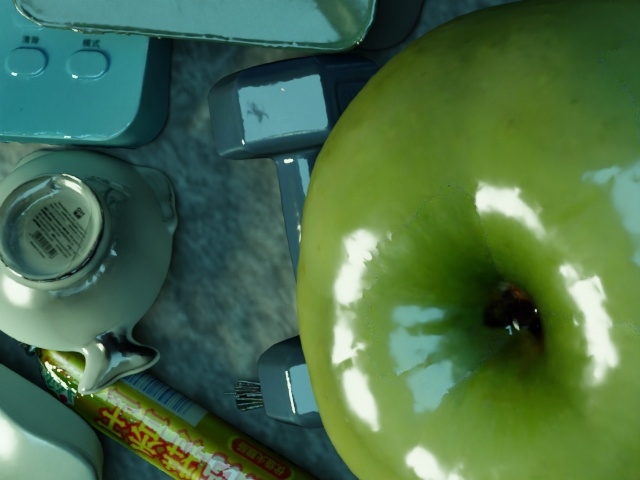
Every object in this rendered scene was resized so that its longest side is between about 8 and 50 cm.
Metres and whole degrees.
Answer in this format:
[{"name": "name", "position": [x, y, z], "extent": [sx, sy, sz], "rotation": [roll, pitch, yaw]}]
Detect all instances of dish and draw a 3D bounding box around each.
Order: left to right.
[{"name": "dish", "position": [-0.233, 0.011, 1.333], "extent": [0.224, 0.078, 0.246], "rotation": [-26, 72, -1]}]

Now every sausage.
[{"name": "sausage", "position": [-0.126, 0.183, 1.358], "extent": [0.371, 0.082, 0.082], "rotation": [30, 98, 8]}]

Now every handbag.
[{"name": "handbag", "position": [-0.101, -0.290, 1.242], "extent": [0.326, 0.089, 0.238], "rotation": [7, 106, 6]}]

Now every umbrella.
[{"name": "umbrella", "position": [-0.051, 0.146, 1.372], "extent": [0.083, 0.020, 0.031], "rotation": [-1, 94, 5]}]

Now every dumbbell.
[{"name": "dumbbell", "position": [0.000, 0.000, 1.290], "extent": [0.144, 0.160, 0.324], "rotation": [-12, 93, -20]}]

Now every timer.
[{"name": "timer", "position": [-0.257, -0.214, 1.354], "extent": [0.232, 0.091, 0.250], "rotation": [3, 88, 11]}]

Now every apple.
[{"name": "apple", "position": [0.215, 0.033, 1.094], "extent": [0.474, 0.473, 0.473], "rotation": [1, 93, 10]}]

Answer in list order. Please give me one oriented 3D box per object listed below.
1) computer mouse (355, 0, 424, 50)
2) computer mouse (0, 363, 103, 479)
[{"name": "computer mouse", "position": [-0.019, -0.244, 1.323], "extent": [0.232, 0.057, 0.120], "rotation": [14, 95, 9]}, {"name": "computer mouse", "position": [-0.303, 0.183, 1.369], "extent": [0.231, 0.079, 0.128], "rotation": [30, 130, 12]}]
